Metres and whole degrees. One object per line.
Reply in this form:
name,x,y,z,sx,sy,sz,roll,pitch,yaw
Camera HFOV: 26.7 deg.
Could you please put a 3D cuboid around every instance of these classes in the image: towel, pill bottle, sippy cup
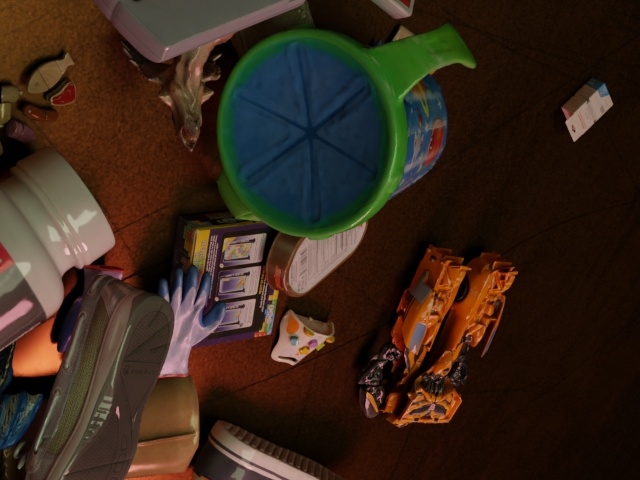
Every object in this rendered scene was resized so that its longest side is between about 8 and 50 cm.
towel,-0.055,-0.247,1.574,0.110,0.027,0.148,-36,133,-18
pill bottle,-0.378,0.041,1.387,0.318,0.176,0.176,-36,133,-16
sippy cup,0.033,-0.132,1.569,0.224,0.305,0.240,-16,108,-60

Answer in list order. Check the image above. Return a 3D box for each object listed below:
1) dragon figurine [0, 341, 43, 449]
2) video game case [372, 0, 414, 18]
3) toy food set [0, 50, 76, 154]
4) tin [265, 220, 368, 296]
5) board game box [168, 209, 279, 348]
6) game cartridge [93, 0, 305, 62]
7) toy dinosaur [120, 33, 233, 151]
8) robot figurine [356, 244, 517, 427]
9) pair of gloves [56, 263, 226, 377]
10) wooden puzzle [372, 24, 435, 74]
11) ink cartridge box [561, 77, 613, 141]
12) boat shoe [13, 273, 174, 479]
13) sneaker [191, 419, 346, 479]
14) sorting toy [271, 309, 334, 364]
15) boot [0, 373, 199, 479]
dragon figurine,-0.371,0.178,1.498,0.289,0.144,0.085,-54,136,1
video game case,0.052,-0.411,1.457,0.204,0.025,0.285,29,63,-45
toy food set,-0.310,-0.144,1.440,0.122,0.019,0.078,-37,134,-26
tin,0.000,0.000,1.722,0.189,0.040,0.106,-40,147,-40
board game box,-0.118,0.046,1.689,0.141,0.048,0.170,-6,119,-34
game cartridge,-0.163,-0.322,1.299,0.196,0.294,0.060,-25,173,-28
toy dinosaur,-0.120,-0.265,1.440,0.296,0.127,0.200,-64,-177,-24
robot figurine,0.169,0.151,1.957,0.211,0.085,0.291,5,112,-40
pair of gloves,-0.214,0.100,1.622,0.198,0.023,0.159,4,115,-19
wooden puzzle,0.103,-0.231,1.722,0.078,0.014,0.116,-56,136,-3
ink cartridge box,0.382,-0.190,1.958,0.083,0.028,0.048,-44,134,-9
boat shoe,-0.272,0.198,1.540,0.118,0.103,0.320,17,95,-59
sneaker,-0.055,0.361,1.882,0.321,0.126,0.127,31,90,-34
sorting toy,-0.028,0.140,1.832,0.083,0.045,0.075,19,122,-44
boot,-0.274,0.288,1.649,0.269,0.089,0.236,-3,98,-38
